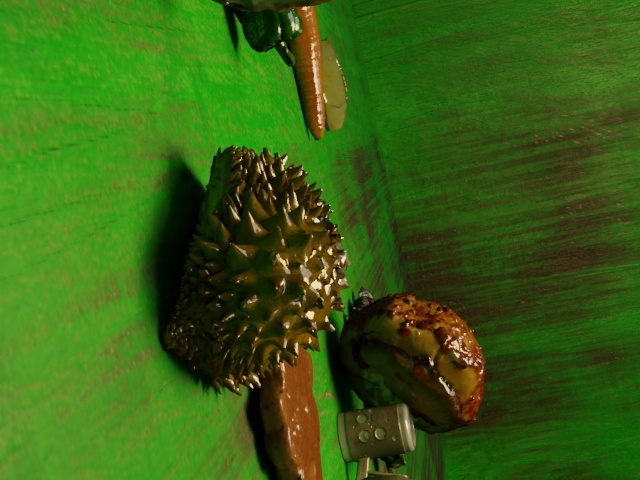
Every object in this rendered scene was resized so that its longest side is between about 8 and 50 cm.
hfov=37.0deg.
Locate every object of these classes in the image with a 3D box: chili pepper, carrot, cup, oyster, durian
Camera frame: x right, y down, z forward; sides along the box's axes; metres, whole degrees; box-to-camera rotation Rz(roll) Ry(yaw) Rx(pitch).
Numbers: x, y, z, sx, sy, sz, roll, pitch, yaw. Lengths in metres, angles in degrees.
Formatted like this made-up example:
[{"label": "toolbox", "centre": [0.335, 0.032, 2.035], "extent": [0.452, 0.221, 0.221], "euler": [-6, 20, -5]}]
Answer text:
[{"label": "chili pepper", "centre": [-0.080, -0.327, 1.119], "extent": [0.074, 0.100, 0.257], "euler": [-30, 107, -34]}, {"label": "carrot", "centre": [-0.023, -0.299, 1.557], "extent": [0.066, 0.062, 0.271], "euler": [30, -43, 56]}, {"label": "cup", "centre": [0.079, 0.276, 1.323], "extent": [0.102, 0.099, 0.074], "euler": [-90, 165, -53]}, {"label": "oyster", "centre": [0.106, 0.314, 1.606], "extent": [0.103, 0.051, 0.148], "euler": [107, -24, -70]}, {"label": "durian", "centre": [-0.042, 0.022, 0.795], "extent": [0.249, 0.138, 0.183], "euler": [-98, 164, -59]}]

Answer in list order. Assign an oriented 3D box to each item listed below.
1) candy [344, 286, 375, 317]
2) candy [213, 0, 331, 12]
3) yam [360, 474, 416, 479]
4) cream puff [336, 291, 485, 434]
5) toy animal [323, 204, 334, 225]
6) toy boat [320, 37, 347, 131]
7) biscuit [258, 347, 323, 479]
[{"label": "candy", "centre": [0.074, 0.139, 1.651], "extent": [0.226, 0.051, 0.094], "euler": [-63, 151, -73]}, {"label": "candy", "centre": [-0.039, -0.295, 0.789], "extent": [0.260, 0.260, 0.118], "euler": [59, 26, -65]}, {"label": "yam", "centre": [0.094, 0.403, 1.093], "extent": [0.268, 0.161, 0.161], "euler": [-89, 165, -63]}, {"label": "cream puff", "centre": [0.141, 0.175, 1.405], "extent": [0.164, 0.240, 0.240], "euler": [-48, 145, -20]}, {"label": "toy animal", "centre": [0.000, 0.000, 1.350], "extent": [0.065, 0.047, 0.135], "euler": [75, 6, -55]}, {"label": "toy boat", "centre": [0.015, -0.285, 1.760], "extent": [0.066, 0.065, 0.172], "euler": [-136, -147, -70]}, {"label": "biscuit", "centre": [-0.029, 0.177, 0.953], "extent": [0.183, 0.043, 0.280], "euler": [-8, 92, -78]}]
